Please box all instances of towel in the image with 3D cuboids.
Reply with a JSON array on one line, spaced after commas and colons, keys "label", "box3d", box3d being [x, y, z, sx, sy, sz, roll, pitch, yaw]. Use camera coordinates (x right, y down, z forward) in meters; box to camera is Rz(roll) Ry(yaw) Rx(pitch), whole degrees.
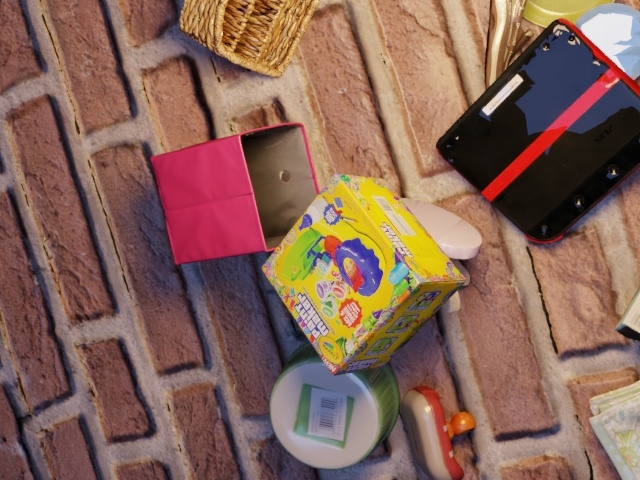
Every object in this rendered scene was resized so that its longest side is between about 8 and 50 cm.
[{"label": "towel", "box3d": [0.796, 0.447, 1.794, 0.320, 0.090, 0.374, -30, 90, 18]}]

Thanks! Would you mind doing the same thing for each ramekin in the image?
[{"label": "ramekin", "box3d": [0.026, 0.387, 1.967, 0.303, 0.148, 0.303, 2, 99, 15]}]

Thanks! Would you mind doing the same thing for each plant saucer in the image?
[{"label": "plant saucer", "box3d": [0.490, -0.546, 1.703, 0.241, 0.037, 0.241, 17, 138, 16]}]

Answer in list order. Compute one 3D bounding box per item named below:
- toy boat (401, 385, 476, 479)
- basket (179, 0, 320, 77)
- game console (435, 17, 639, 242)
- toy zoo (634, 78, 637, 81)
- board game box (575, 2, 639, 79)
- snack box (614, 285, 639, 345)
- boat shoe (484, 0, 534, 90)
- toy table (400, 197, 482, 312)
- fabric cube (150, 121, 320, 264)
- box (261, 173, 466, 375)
[{"label": "toy boat", "box3d": [0.287, 0.440, 1.925, 0.151, 0.151, 0.231, -15, 95, -12]}, {"label": "basket", "box3d": [-0.143, -0.537, 1.840, 0.223, 0.213, 0.299, 32, 106, 10]}, {"label": "game console", "box3d": [0.485, -0.213, 1.756, 0.342, 0.060, 0.386, 44, 117, 2]}, {"label": "toy zoo", "box3d": [0.581, -0.304, 1.762, 0.293, 0.030, 0.192, 24, 104, 7]}, {"label": "board game box", "box3d": [0.588, -0.396, 1.712, 0.133, 0.033, 0.168, 4, 99, 17]}, {"label": "snack box", "box3d": [0.794, 0.190, 1.713, 0.322, 0.060, 0.187, 33, 71, 13]}, {"label": "boat shoe", "box3d": [0.398, -0.426, 1.751, 0.095, 0.095, 0.257, 4, 119, 7]}, {"label": "toy table", "box3d": [0.230, 0.030, 1.825, 0.252, 0.274, 0.161, 2, 113, -18]}, {"label": "fabric cube", "box3d": [-0.177, -0.105, 1.867, 0.258, 0.254, 0.259, -9, 97, 34]}, {"label": "box", "box3d": [0.081, 0.068, 1.691, 0.279, 0.177, 0.290, -52, 59, 27]}]
